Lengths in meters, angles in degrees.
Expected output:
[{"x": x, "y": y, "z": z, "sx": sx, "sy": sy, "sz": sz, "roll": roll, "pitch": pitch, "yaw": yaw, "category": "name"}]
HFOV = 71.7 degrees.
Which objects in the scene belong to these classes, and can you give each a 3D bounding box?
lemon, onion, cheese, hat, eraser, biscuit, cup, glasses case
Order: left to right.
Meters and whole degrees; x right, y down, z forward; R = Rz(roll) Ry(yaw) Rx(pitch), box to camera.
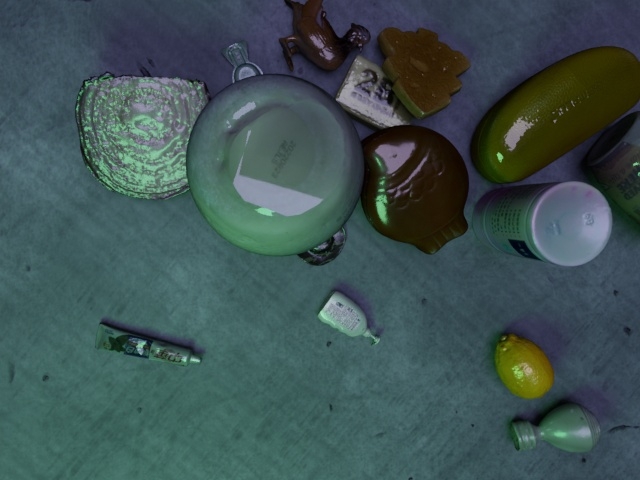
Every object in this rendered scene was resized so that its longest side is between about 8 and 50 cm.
[{"x": -0.344, "y": -0.214, "z": 0.900, "sx": 0.250, "sy": 0.111, "sz": 0.248, "roll": -1, "pitch": 117, "yaw": -14, "category": "onion"}, {"x": -0.160, "y": -0.357, "z": 0.935, "sx": 0.067, "sy": 0.026, "sz": 0.121, "roll": -24, "pitch": 95, "yaw": -3, "category": "cheese"}, {"x": 0.000, "y": 0.000, "z": 0.962, "sx": 0.121, "sy": 0.050, "sz": 0.121, "roll": 0, "pitch": 92, "yaw": -6, "category": "hat"}, {"x": 0.124, "y": -0.301, "z": 0.944, "sx": 0.172, "sy": 0.058, "sz": 0.117, "roll": 27, "pitch": 92, "yaw": -6, "category": "eraser"}, {"x": 0.210, "y": -0.343, "z": 0.914, "sx": 0.212, "sy": 0.041, "sz": 0.239, "roll": 15, "pitch": 65, "yaw": -13, "category": "biscuit"}, {"x": 0.449, "y": 0.279, "z": 0.986, "sx": 0.114, "sy": 0.114, "sz": 0.155, "roll": -27, "pitch": 84, "yaw": -2, "category": "lemon"}, {"x": 0.493, "y": -0.274, "z": 0.931, "sx": 0.371, "sy": 0.141, "sz": 0.173, "roll": -34, "pitch": 95, "yaw": -1, "category": "glasses case"}, {"x": 0.710, "y": -0.140, "z": 0.886, "sx": 0.257, "sy": 0.301, "sz": 0.227, "roll": 34, "pitch": 87, "yaw": 3, "category": "cup"}]

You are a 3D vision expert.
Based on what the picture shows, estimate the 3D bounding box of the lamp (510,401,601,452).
[{"x": 0.537, "y": 0.433, "z": 1.014, "sx": 0.193, "sy": 0.106, "sz": 0.106, "roll": -10, "pitch": 95, "yaw": 6, "category": "lamp"}]

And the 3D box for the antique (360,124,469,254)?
[{"x": 0.186, "y": -0.109, "z": 0.914, "sx": 0.223, "sy": 0.129, "sz": 0.278, "roll": -39, "pitch": 106, "yaw": 5, "category": "antique"}]

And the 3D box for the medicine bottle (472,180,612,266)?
[{"x": 0.424, "y": -0.038, "z": 0.887, "sx": 0.152, "sy": 0.254, "sz": 0.152, "roll": 0, "pitch": 94, "yaw": -4, "category": "medicine bottle"}]

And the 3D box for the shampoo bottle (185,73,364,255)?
[{"x": -0.080, "y": -0.132, "z": 0.806, "sx": 0.322, "sy": 0.317, "sz": 0.323, "roll": 0, "pitch": 87, "yaw": 1, "category": "shampoo bottle"}]

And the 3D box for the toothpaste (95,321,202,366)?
[{"x": -0.371, "y": 0.233, "z": 0.960, "sx": 0.233, "sy": 0.038, "sz": 0.060, "roll": 14, "pitch": 91, "yaw": -2, "category": "toothpaste"}]

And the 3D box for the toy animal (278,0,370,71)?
[{"x": -0.001, "y": -0.436, "z": 0.913, "sx": 0.179, "sy": 0.089, "sz": 0.188, "roll": -23, "pitch": 83, "yaw": 1, "category": "toy animal"}]

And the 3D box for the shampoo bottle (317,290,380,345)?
[{"x": 0.072, "y": 0.179, "z": 0.983, "sx": 0.152, "sy": 0.045, "sz": 0.077, "roll": 35, "pitch": 89, "yaw": -4, "category": "shampoo bottle"}]
